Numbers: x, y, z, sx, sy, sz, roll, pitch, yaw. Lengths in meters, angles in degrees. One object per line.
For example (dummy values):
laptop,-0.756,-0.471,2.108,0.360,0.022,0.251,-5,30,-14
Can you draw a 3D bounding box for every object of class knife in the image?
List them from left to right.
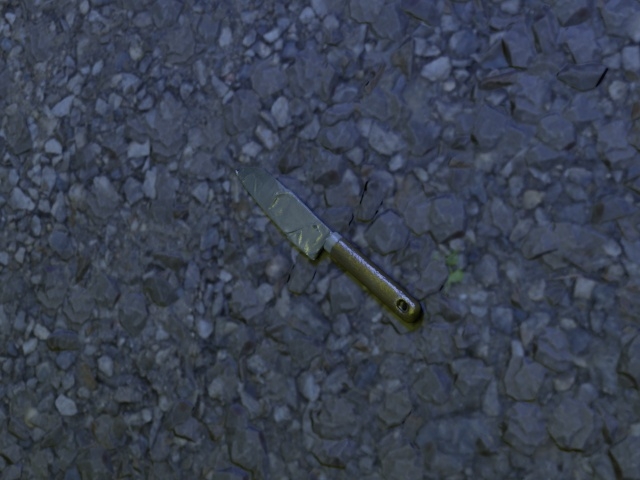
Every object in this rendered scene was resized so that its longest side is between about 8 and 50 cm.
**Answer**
knife,-0.001,0.000,1.501,0.298,0.017,0.047,42,111,27
